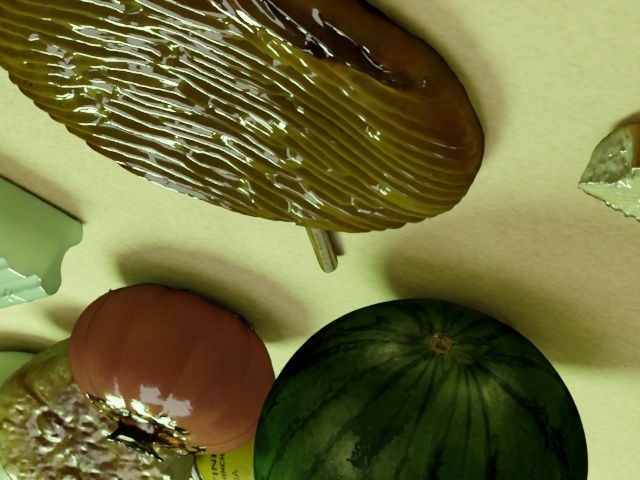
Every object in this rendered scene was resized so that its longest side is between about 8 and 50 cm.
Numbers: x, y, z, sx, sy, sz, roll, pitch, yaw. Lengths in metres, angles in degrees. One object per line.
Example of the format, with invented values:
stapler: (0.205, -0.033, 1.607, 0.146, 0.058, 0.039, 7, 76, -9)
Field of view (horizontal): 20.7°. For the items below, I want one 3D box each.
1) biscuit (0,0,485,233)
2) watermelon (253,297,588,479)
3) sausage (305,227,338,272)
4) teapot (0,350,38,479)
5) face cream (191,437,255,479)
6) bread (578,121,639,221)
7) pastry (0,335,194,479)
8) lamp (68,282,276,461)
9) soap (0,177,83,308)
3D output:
biscuit: (-0.056, -0.087, 1.047, 0.318, 0.040, 0.318, 18, 159, 7)
watermelon: (0.071, 0.162, 1.268, 0.242, 0.242, 0.242, 17, 159, 7)
sausage: (0.000, 0.000, 1.241, 0.015, 0.015, 0.100, 14, 159, 16)
teapot: (-0.238, 0.218, 1.796, 0.318, 0.149, 0.220, 8, 157, 31)
face cream: (-0.003, 0.201, 1.610, 0.349, 0.105, 0.105, -2, 150, 44)
bread: (0.212, -0.024, 0.964, 0.129, 0.044, 0.126, 24, 166, -18)
pastry: (-0.211, 0.180, 1.656, 0.192, 0.093, 0.182, -27, 97, 25)
lamp: (-0.126, 0.116, 1.466, 0.182, 0.140, 0.182, 20, 163, 7)
soap: (-0.290, 0.004, 1.435, 0.119, 0.066, 0.198, 29, 157, -27)
